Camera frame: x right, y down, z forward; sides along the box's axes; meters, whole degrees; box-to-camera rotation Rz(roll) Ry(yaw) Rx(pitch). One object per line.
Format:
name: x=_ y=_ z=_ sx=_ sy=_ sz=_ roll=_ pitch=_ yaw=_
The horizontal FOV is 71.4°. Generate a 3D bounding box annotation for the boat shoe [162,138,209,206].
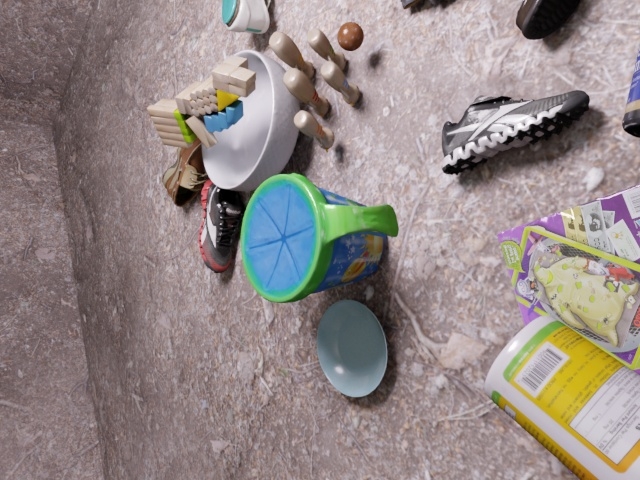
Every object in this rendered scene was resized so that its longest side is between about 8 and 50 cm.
boat shoe: x=-0.386 y=-0.211 z=1.378 sx=0.324 sy=0.122 sz=0.120 roll=-37 pitch=67 yaw=47

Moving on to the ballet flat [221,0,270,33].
ballet flat: x=-0.203 y=-0.722 z=1.205 sx=0.139 sy=0.139 sz=0.401 roll=-23 pitch=67 yaw=43

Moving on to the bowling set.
bowling set: x=0.028 y=-0.349 z=0.954 sx=0.199 sy=0.154 sz=0.287 roll=-23 pitch=69 yaw=23

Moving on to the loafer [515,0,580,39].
loafer: x=0.349 y=-0.406 z=0.653 sx=0.078 sy=0.080 sz=0.220 roll=43 pitch=112 yaw=50

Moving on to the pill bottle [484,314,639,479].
pill bottle: x=0.330 y=0.212 z=0.514 sx=0.245 sy=0.136 sz=0.136 roll=41 pitch=116 yaw=40

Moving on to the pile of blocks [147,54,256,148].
pile of blocks: x=-0.257 y=-0.322 z=1.064 sx=0.362 sy=0.149 sz=0.113 roll=-9 pitch=37 yaw=39

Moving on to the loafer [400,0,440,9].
loafer: x=0.215 y=-0.461 z=0.809 sx=0.170 sy=0.062 sz=0.061 roll=25 pitch=127 yaw=48

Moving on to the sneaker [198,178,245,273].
sneaker: x=-0.275 y=-0.046 z=1.252 sx=0.135 sy=0.097 sz=0.276 roll=-6 pitch=82 yaw=48

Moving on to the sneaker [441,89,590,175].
sneaker: x=0.283 y=-0.191 z=0.696 sx=0.234 sy=0.078 sz=0.106 roll=-22 pitch=74 yaw=45

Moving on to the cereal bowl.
cereal bowl: x=-0.161 y=-0.285 z=1.115 sx=0.339 sy=0.141 sz=0.339 roll=-3 pitch=85 yaw=48

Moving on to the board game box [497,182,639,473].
board game box: x=0.386 y=0.121 z=0.593 sx=0.208 sy=0.056 sz=0.347 roll=-23 pitch=71 yaw=39

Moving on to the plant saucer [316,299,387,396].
plant saucer: x=0.070 y=0.219 z=0.919 sx=0.195 sy=0.037 sz=0.195 roll=-5 pitch=83 yaw=45

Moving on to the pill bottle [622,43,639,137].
pill bottle: x=0.437 y=-0.231 z=0.507 sx=0.122 sy=0.122 sz=0.219 roll=14 pitch=97 yaw=46

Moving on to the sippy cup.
sippy cup: x=0.000 y=0.000 z=0.873 sx=0.305 sy=0.224 sz=0.240 roll=32 pitch=111 yaw=43
